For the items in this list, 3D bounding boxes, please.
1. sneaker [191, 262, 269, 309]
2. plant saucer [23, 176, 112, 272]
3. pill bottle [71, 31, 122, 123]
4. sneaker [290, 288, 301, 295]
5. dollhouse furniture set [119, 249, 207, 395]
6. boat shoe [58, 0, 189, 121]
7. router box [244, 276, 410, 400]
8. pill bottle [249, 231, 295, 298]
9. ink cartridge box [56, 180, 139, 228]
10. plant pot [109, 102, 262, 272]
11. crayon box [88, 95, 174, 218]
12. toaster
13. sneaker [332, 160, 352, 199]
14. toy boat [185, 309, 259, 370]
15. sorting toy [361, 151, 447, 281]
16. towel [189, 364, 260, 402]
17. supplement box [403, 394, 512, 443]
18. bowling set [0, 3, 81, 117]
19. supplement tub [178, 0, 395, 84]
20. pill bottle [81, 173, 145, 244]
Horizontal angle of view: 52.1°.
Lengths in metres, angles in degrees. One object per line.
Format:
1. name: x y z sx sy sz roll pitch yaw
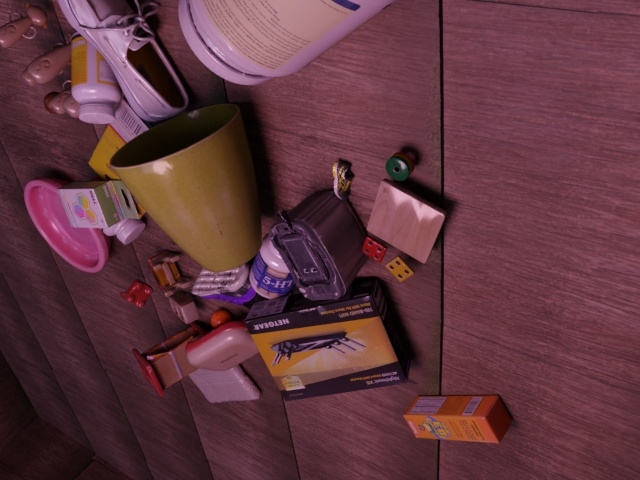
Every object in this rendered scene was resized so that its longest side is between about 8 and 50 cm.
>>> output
1. sneaker: -0.216 0.124 1.664 0.146 0.102 0.293 33 161 -27
2. plant saucer: -0.753 -0.057 1.991 0.332 0.084 0.332 24 138 24
3. pill bottle: -0.481 -0.350 1.408 0.103 0.103 0.184 -10 80 46
4. sneaker: -0.010 0.235 1.609 0.115 0.105 0.281 -11 117 8
5. dollhouse furniture set: -0.458 0.229 1.881 0.152 0.201 0.374 21 133 57
6. boat shoe: -0.378 -0.406 1.307 0.156 0.136 0.367 -1 126 42
7. router box: 0.018 0.228 1.474 0.309 0.081 0.243 -14 116 21
8. pill bottle: -0.087 0.040 1.464 0.112 0.112 0.186 37 141 10
9. ink cartridge box: -0.565 -0.091 1.659 0.209 0.062 0.109 3 117 34
10. plant pot: -0.239 -0.089 1.352 0.275 0.275 0.293 3 126 40
11. crayon box: -0.429 -0.202 1.576 0.202 0.081 0.318 49 141 -6
12. toaster: 0.000 0.000 1.323 0.129 0.146 0.227 -10 118 45
13. sneaker: 0.046 -0.114 1.273 0.035 0.031 0.083 13 131 33
14. toy boat: -0.270 0.262 1.814 0.231 0.151 0.151 -31 142 25
15. sorting toy: 0.163 -0.038 1.225 0.132 0.046 0.274 31 139 17
16. towel: -0.317 0.431 2.069 0.282 0.049 0.187 -17 113 47
17. supplement box: 0.302 0.397 1.466 0.233 0.080 0.078 -15 111 50
18. bowling set: -0.604 -0.398 1.538 0.287 0.154 0.200 47 160 -5
19. supplement tub: -0.044 -0.384 0.950 0.325 0.235 0.235 -21 109 49
20. pill bottle: -0.577 -0.081 1.793 0.193 0.108 0.108 42 141 3
